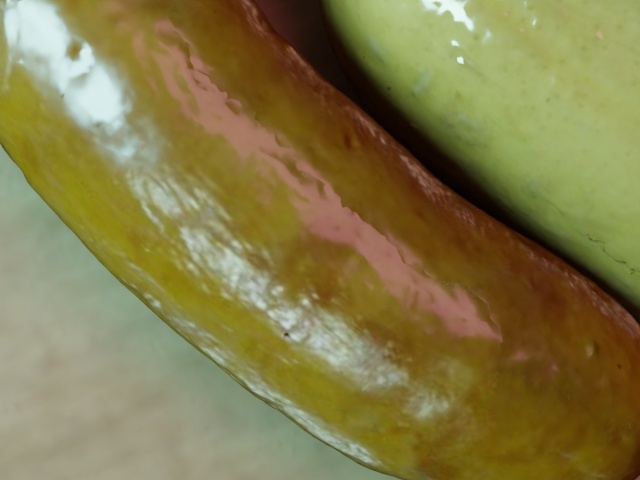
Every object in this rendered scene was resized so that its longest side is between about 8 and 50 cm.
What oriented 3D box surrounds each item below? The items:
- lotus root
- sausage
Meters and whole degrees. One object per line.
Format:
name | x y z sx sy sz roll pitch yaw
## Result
lotus root | 0.103 -0.065 0.471 0.303 0.131 0.146 42 96 4
sausage | 0.001 0.000 0.435 0.270 0.109 0.109 39 62 -7
